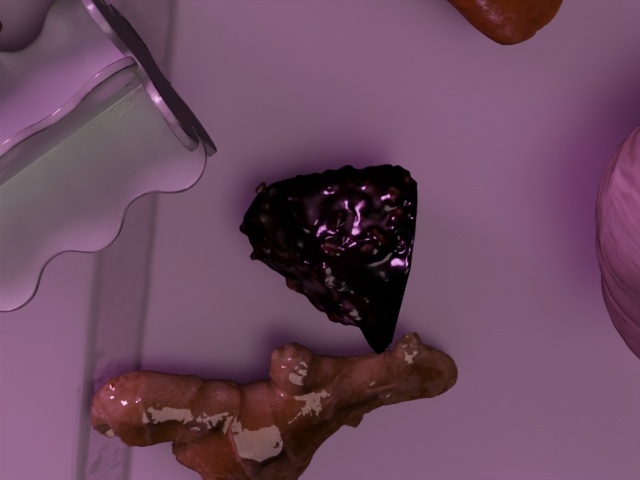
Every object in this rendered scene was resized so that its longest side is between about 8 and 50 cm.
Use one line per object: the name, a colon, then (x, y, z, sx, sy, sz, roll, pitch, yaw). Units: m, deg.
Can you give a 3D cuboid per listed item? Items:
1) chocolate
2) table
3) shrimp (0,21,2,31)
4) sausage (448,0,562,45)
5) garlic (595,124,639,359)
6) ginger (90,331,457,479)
chocolate: (0.000, 0.000, 1.050, 0.133, 0.156, 0.156, 10, 112, -4)
table: (-0.198, -0.063, 0.916, 0.198, 0.166, 0.166, -35, 122, 3)
shrimp: (-0.296, -0.123, 0.885, 0.162, 0.095, 0.045, -20, 107, -12)
sausage: (0.069, -0.241, 0.961, 0.270, 0.109, 0.109, 22, 106, -28)
garlic: (0.377, -0.010, 1.108, 0.317, 0.259, 0.317, -8, 144, -6)
ginger: (-0.029, 0.149, 1.133, 0.334, 0.081, 0.148, -15, 103, -14)
